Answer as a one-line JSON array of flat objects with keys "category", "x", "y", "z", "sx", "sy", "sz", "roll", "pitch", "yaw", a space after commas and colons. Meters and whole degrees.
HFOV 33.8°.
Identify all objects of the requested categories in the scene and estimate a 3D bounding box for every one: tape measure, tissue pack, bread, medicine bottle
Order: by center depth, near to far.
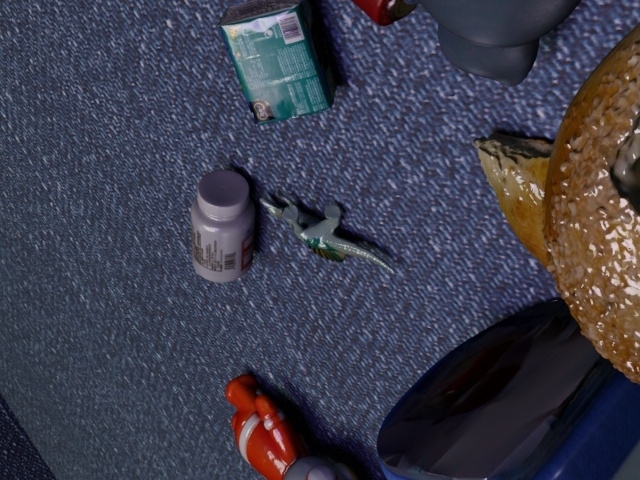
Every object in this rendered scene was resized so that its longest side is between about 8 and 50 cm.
[{"category": "bread", "x": 0.249, "y": 0.004, "z": 0.745, "sx": 0.192, "sy": 0.171, "sz": 0.314, "roll": -19, "pitch": 106, "yaw": 45}, {"category": "bread", "x": 0.203, "y": -0.021, "z": 0.910, "sx": 0.154, "sy": 0.054, "sz": 0.136, "roll": 24, "pitch": 143, "yaw": 40}, {"category": "tape measure", "x": 0.182, "y": 0.178, "z": 0.942, "sx": 0.138, "sy": 0.259, "sz": 0.262, "roll": 56, "pitch": 149, "yaw": -9}, {"category": "tissue pack", "x": -0.038, "y": -0.184, "z": 1.028, "sx": 0.085, "sy": 0.079, "sz": 0.111, "roll": -10, "pitch": 122, "yaw": 16}, {"category": "medicine bottle", "x": -0.120, "y": -0.018, "z": 1.299, "sx": 0.079, "sy": 0.079, "sz": 0.140, "roll": 36, "pitch": 146, "yaw": 22}]

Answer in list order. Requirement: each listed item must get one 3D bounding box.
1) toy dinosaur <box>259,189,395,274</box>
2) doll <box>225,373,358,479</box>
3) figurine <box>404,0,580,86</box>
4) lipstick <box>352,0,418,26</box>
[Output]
[{"category": "toy dinosaur", "x": 0.003, "y": -0.002, "z": 1.204, "sx": 0.187, "sy": 0.044, "sz": 0.106, "roll": 31, "pitch": 160, "yaw": 7}, {"category": "doll", "x": -0.027, "y": 0.332, "z": 1.508, "sx": 0.336, "sy": 0.105, "sz": 0.200, "roll": 44, "pitch": 150, "yaw": 39}, {"category": "figurine", "x": 0.090, "y": -0.217, "z": 0.702, "sx": 0.193, "sy": 0.265, "sz": 0.140, "roll": -47, "pitch": 57, "yaw": 34}, {"category": "lipstick", "x": -0.009, "y": -0.278, "z": 0.882, "sx": 0.241, "sy": 0.080, "sz": 0.080, "roll": 43, "pitch": 148, "yaw": 13}]
